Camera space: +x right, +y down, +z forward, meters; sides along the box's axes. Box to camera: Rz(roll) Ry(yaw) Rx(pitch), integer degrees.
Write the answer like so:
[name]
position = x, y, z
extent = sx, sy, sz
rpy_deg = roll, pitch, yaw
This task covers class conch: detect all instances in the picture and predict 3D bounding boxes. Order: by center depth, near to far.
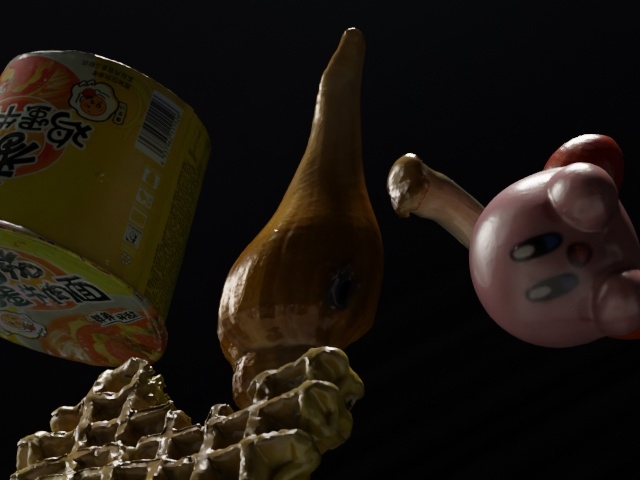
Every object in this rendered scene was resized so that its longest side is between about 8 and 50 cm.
[conch]
position = 0.003, -0.001, 1.132
extent = 0.109, 0.330, 0.093
rpy_deg = 26, -21, -24

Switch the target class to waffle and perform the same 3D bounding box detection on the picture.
[waffle]
position = -0.073, 0.108, 0.864
extent = 0.194, 0.149, 0.051
rpy_deg = 2, -55, 49

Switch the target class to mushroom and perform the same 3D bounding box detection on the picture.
[mushroom]
position = 0.173, -0.035, 2.206
extent = 0.209, 0.071, 0.084
rpy_deg = 33, 30, -31

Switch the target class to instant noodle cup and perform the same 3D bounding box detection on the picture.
[instant noodle cup]
position = -0.226, -0.034, 1.482
extent = 0.264, 0.200, 0.264
rpy_deg = 15, -25, 7

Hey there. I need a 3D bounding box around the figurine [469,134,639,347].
[figurine]
position = 0.293, 0.024, 2.046
extent = 0.261, 0.211, 0.269
rpy_deg = -23, 93, -74
